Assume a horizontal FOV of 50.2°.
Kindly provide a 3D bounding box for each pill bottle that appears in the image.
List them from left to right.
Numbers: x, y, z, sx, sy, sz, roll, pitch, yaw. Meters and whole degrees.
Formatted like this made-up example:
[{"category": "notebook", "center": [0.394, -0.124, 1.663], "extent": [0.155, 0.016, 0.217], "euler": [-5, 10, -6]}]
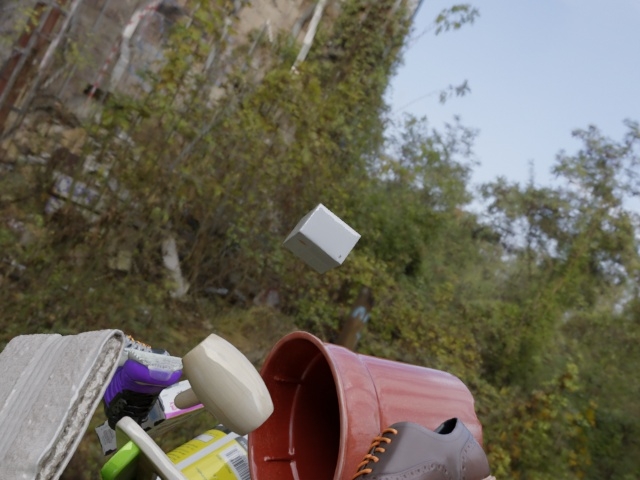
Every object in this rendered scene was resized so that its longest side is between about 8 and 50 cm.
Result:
[{"category": "pill bottle", "center": [-0.231, 0.432, 1.048], "extent": [0.334, 0.188, 0.188], "euler": [-21, 36, -41]}]

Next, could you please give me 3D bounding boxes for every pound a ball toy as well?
[{"category": "pound a ball toy", "center": [-0.140, 0.229, 0.580], "extent": [0.136, 0.208, 0.319], "euler": [47, -29, 8]}]

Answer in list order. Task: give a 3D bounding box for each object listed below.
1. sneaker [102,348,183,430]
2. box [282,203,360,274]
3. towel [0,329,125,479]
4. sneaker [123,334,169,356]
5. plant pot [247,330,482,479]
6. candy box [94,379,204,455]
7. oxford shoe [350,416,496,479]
[{"category": "sneaker", "center": [-0.330, 0.279, 1.243], "extent": [0.102, 0.146, 0.293], "euler": [16, -17, -25]}, {"category": "box", "center": [0.000, 0.000, 1.678], "extent": [0.130, 0.091, 0.170], "euler": [39, -19, -7]}, {"category": "towel", "center": [-0.360, 0.222, 0.796], "extent": [0.187, 0.282, 0.049], "euler": [-6, -46, 25]}, {"category": "sneaker", "center": [-0.452, 0.261, 1.610], "extent": [0.215, 0.083, 0.084], "euler": [10, -9, -43]}, {"category": "plant pot", "center": [0.071, 0.282, 0.993], "extent": [0.265, 0.272, 0.272], "euler": [11, 8, -29]}, {"category": "candy box", "center": [-0.362, 0.386, 1.509], "extent": [0.159, 0.233, 0.071], "euler": [-4, 63, -55]}, {"category": "oxford shoe", "center": [0.052, 0.217, 0.594], "extent": [0.271, 0.097, 0.098], "euler": [3, 61, -47]}]
